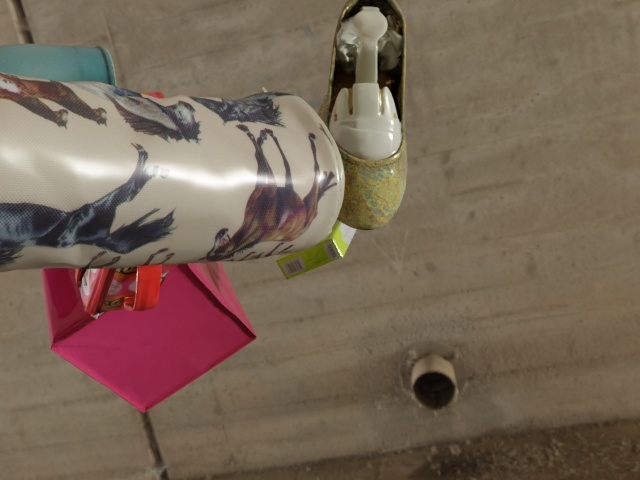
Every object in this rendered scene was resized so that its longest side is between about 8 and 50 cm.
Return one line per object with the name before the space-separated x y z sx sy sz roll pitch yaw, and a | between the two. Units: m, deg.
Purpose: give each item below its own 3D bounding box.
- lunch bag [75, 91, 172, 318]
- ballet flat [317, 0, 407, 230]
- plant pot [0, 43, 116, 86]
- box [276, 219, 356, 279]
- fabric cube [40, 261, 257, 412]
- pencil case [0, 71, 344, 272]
lunch bag | -0.257 -0.026 0.850 0.120 0.258 0.293 -3 -26 -28
ballet flat | 0.055 -0.181 0.799 0.123 0.123 0.348 -9 56 23
plant pot | -0.487 -0.191 1.032 0.255 0.271 0.272 0 3 -30
box | 0.000 0.000 1.107 0.109 0.042 0.178 -23 13 20
fabric cube | -0.311 0.093 1.143 0.254 0.259 0.258 -32 45 0
pencil case | -0.180 -0.065 0.539 0.411 0.183 0.159 -2 -44 -42
